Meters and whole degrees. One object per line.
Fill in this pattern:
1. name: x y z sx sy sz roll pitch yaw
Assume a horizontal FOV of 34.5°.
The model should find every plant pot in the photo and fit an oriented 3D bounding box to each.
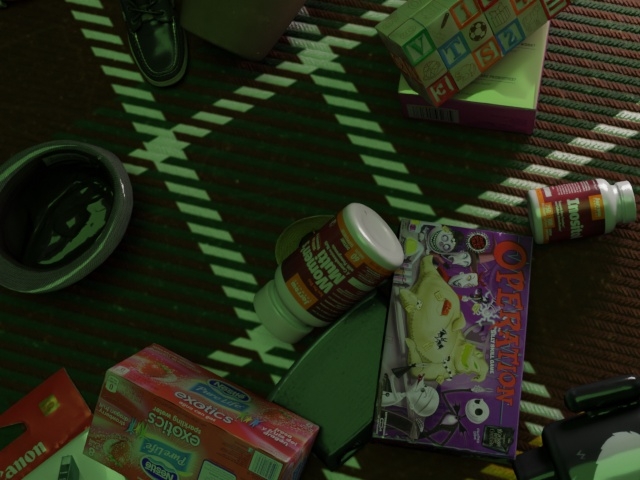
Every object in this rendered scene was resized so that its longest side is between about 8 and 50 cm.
1. plant pot: -0.121 -0.424 1.679 0.263 0.263 0.229 28 101 14

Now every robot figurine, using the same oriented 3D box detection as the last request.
1. robot figurine: 0.413 0.315 1.426 0.278 0.209 0.173 -17 45 5

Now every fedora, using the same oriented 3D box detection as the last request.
1. fedora: -0.425 -0.028 1.670 0.244 0.124 0.275 30 74 12

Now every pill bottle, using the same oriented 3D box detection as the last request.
1. pill bottle: 0.395 -0.047 1.565 0.152 0.086 0.086 -10 75 7
2. pill bottle: 0.009 0.054 1.552 0.221 0.121 0.121 -41 72 22

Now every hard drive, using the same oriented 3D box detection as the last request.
1. hard drive: 0.049 0.207 1.574 0.172 0.054 0.254 43 86 16

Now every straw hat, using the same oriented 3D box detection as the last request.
1. straw hat: 0.000 0.000 1.626 0.144 0.144 0.061 -13 36 6

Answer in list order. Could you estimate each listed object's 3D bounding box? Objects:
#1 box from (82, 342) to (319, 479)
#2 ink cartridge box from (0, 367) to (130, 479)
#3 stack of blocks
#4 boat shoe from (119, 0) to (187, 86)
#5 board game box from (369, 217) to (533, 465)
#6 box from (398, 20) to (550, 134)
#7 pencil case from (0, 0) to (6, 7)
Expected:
1. box: -0.175 0.295 1.519 0.300 0.142 0.154 24 108 14
2. ink cartridge box: -0.459 0.384 1.605 0.296 0.066 0.261 -38 75 -2
3. stack of blocks: 0.230 -0.356 1.493 0.297 0.171 0.087 -38 39 -1
4. boat shoe: -0.297 -0.402 1.759 0.103 0.092 0.285 -13 75 6
5. board game box: 0.197 0.143 1.526 0.208 0.056 0.346 10 67 -1
6. box: 0.251 -0.311 1.638 0.214 0.117 0.243 8 79 11
7. pencil case: -0.555 -0.561 1.692 0.160 0.410 0.183 24 68 7
